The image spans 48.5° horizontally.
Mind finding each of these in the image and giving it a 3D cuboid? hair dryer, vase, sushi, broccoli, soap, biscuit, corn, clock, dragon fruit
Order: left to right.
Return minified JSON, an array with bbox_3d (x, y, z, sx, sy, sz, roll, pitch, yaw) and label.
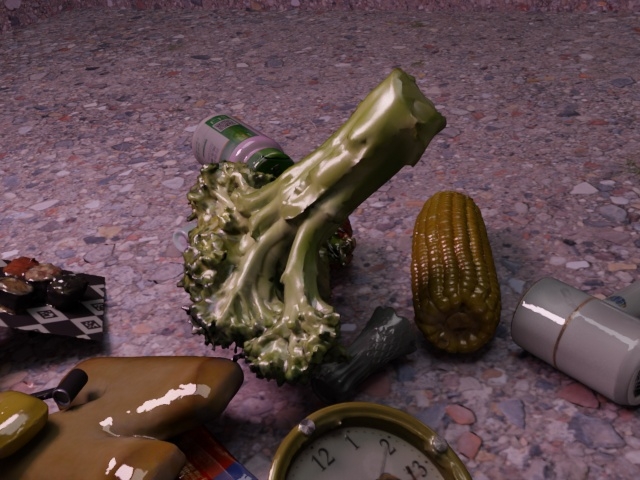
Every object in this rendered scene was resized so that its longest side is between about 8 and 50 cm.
[{"bbox_3d":[-0.378,0.215,0.843,0.140,0.045,0.089,-3,27,48],"label":"soap"},{"bbox_3d":[-0.447,0.065,1.116,0.220,0.047,0.231,12,18,-20],"label":"sushi"},{"bbox_3d":[-0.335,0.191,0.892,0.083,0.026,0.047,-20,19,23],"label":"hair dryer"},{"bbox_3d":[-0.256,0.221,0.862,0.291,0.062,0.237,-6,28,33],"label":"biscuit"},{"bbox_3d":[-0.030,-0.046,0.945,0.353,0.397,0.275,22,8,32],"label":"broccoli"},{"bbox_3d":[-0.001,0.003,1.160,0.135,0.137,0.236,-23,35,-15],"label":"dragon fruit"},{"bbox_3d":[0.054,0.159,0.949,0.081,0.081,0.149,22,44,39],"label":"vase"},{"bbox_3d":[0.052,0.277,0.716,0.237,0.057,0.237,11,48,-12],"label":"clock"},{"bbox_3d":[0.200,0.030,1.086,0.131,0.131,0.344,-2,29,7],"label":"corn"},{"bbox_3d":[0.442,0.091,0.978,0.357,0.107,0.173,-20,35,-33],"label":"hair dryer"}]

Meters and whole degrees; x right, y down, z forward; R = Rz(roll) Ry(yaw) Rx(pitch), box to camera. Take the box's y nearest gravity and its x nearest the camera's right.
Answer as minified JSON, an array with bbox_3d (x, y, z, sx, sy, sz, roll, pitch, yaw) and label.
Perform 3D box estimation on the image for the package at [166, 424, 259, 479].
[{"bbox_3d":[-0.137,0.273,0.841,0.083,0.022,0.200,-28,37,-30],"label":"package"}]

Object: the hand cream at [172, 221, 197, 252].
[{"bbox_3d":[-0.199,-0.026,1.344,0.076,0.047,0.174,15,28,33],"label":"hand cream"}]

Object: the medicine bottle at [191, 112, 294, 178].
[{"bbox_3d":[-0.159,-0.171,1.487,0.133,0.133,0.274,-23,33,-25],"label":"medicine bottle"}]
